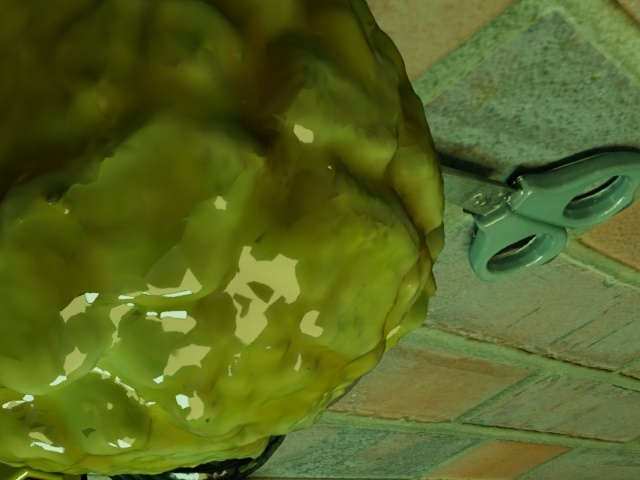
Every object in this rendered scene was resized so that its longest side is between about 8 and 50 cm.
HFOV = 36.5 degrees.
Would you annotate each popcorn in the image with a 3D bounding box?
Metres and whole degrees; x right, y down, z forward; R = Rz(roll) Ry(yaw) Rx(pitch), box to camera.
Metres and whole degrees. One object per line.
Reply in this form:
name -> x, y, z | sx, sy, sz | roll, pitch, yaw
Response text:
popcorn -> -0.089, -0.024, 0.436 | 0.282, 0.282, 0.247 | -21, 164, 0

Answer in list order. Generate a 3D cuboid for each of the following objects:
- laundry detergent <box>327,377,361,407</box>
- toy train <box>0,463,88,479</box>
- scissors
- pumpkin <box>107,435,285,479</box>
laundry detergent -> -0.068, 0.102, 0.871 | 0.237, 0.076, 0.171 | 0, 144, -31
toy train -> -0.295, 0.241, 0.947 | 0.127, 0.089, 0.219 | -36, 150, 6
scissors -> 0.141, -0.039, 0.811 | 0.191, 0.029, 0.360 | -39, 147, 29
pumpkin -> -0.116, 0.070, 0.647 | 0.162, 0.220, 0.220 | -57, 173, -35
